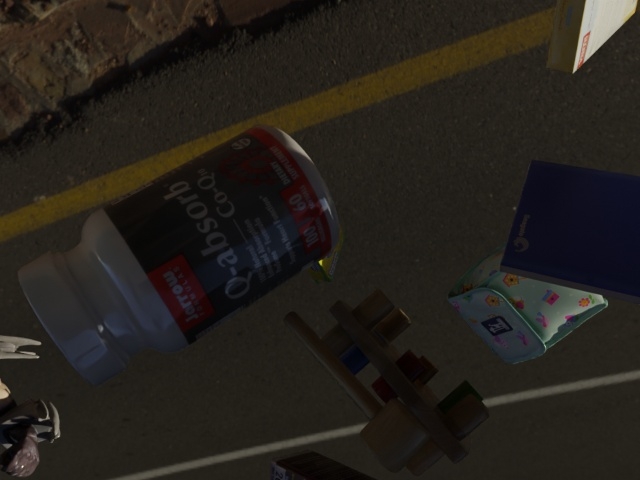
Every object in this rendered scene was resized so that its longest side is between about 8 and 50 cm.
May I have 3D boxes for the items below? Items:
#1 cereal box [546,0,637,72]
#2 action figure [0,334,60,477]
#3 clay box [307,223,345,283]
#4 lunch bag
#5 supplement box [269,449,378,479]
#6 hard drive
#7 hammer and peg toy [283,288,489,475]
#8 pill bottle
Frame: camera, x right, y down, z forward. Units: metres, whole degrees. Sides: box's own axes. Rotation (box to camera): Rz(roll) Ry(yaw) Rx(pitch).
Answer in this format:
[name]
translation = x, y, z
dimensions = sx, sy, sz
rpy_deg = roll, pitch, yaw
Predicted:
[cereal box]
translation = 0.421, -0.381, 0.816
dimensions = 0.240, 0.047, 0.173
rpy_deg = -40, 140, -29
[action figure]
translation = -0.290, 0.179, 0.394
dimensions = 0.185, 0.099, 0.285
rpy_deg = 0, 90, -22
[clay box]
translation = 0.000, 0.000, 1.217
dimensions = 0.053, 0.127, 0.222
rpy_deg = 7, 153, 23
[lunch bag]
translation = 0.444, 0.127, 1.216
dimensions = 0.262, 0.160, 0.223
rpy_deg = -43, 97, 16
[supplement box]
translation = 0.037, 0.348, 0.637
dimensions = 0.239, 0.130, 0.073
rpy_deg = 2, 177, 45
[hard drive]
translation = 0.463, -0.010, 0.837
dimensions = 0.319, 0.210, 0.040
rpy_deg = 14, 154, 23
[hammer and peg toy]
translation = 0.109, 0.184, 0.762
dimensions = 0.127, 0.266, 0.361
rpy_deg = -42, 157, 2
[pill bottle]
translation = -0.173, 0.016, 0.722
dimensions = 0.363, 0.210, 0.210
rpy_deg = -33, 136, -18
